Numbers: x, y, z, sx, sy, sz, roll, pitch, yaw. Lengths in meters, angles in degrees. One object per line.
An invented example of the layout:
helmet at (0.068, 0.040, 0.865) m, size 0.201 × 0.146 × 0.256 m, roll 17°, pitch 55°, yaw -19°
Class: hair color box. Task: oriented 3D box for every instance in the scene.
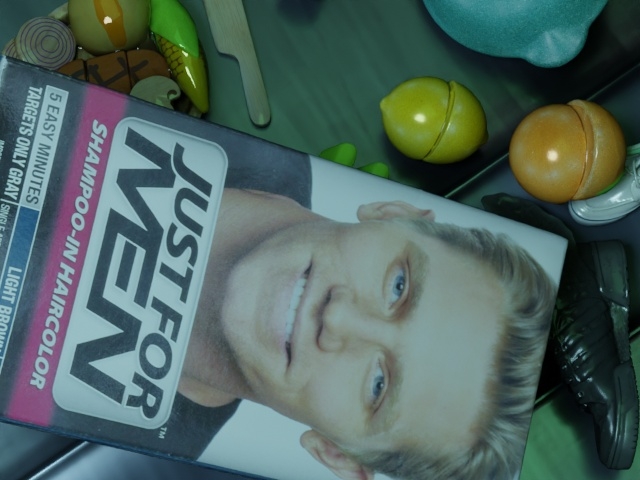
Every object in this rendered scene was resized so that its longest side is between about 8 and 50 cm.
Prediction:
hair color box at (-0.046, 0.036, 0.984) m, size 0.347 × 0.105 × 0.174 m, roll 16°, pitch 82°, yaw -29°

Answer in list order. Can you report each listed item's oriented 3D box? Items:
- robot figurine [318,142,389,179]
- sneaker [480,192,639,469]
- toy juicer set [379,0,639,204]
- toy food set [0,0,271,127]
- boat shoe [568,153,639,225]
robot figurine at (0.000, 0.000, 1.109) m, size 0.101 × 0.067 × 0.115 m, roll 31°, pitch 74°, yaw -20°
sneaker at (0.140, 0.054, 1.103) m, size 0.089 × 0.051 × 0.170 m, roll 0°, pitch 69°, yaw 1°
toy juicer set at (0.097, -0.154, 1.156) m, size 0.329 × 0.089 × 0.209 m, roll 41°, pitch 98°, yaw 19°
toy food set at (-0.133, -0.106, 1.157) m, size 0.192 × 0.038 × 0.132 m, roll -16°, pitch 74°, yaw -4°
boat shoe at (0.198, -0.041, 1.135) m, size 0.100 × 0.035 × 0.035 m, roll -22°, pitch 75°, yaw -6°
